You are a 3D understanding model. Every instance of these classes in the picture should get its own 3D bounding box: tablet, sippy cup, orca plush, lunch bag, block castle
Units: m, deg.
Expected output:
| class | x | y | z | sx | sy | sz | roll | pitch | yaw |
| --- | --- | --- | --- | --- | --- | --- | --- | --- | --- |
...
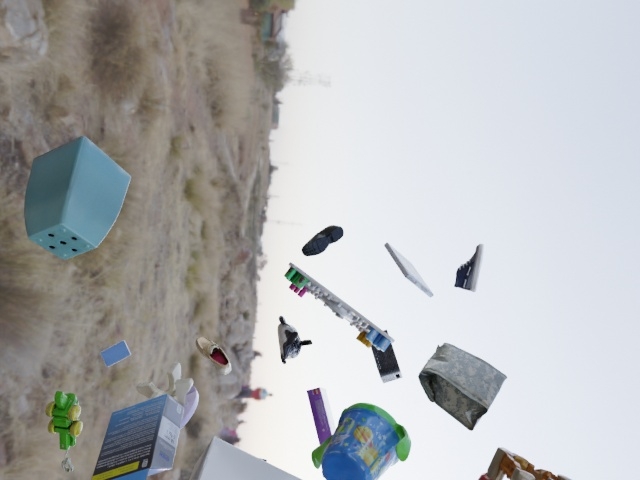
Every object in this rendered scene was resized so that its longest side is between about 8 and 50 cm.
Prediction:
| class | x | y | z | sx | sy | sz | roll | pitch | yaw |
| --- | --- | --- | --- | --- | --- | --- | --- | --- | --- |
| tablet | -0.645 | 0.356 | 1.593 | 0.054 | 0.083 | 0.006 | 61 | -5 | 8 |
| sippy cup | 0.120 | 0.673 | 1.602 | 0.224 | 0.240 | 0.305 | -29 | 151 | -58 |
| orca plush | -0.075 | 0.302 | 1.575 | 0.287 | 0.102 | 0.151 | 113 | -29 | -73 |
| lunch bag | 0.538 | 0.551 | 1.982 | 0.235 | 0.287 | 0.169 | -31 | 148 | -48 |
| block castle | 0.643 | 0.802 | 1.410 | 0.453 | 0.303 | 0.213 | -154 | -92 | -89 |

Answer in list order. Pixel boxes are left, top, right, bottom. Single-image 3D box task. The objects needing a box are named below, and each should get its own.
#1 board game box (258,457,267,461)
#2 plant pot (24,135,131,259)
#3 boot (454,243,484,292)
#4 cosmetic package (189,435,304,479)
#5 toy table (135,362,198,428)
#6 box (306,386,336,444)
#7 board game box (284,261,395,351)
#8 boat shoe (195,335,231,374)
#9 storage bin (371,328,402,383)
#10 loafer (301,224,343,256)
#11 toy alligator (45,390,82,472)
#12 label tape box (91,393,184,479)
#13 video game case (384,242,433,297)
| class | x | y | z | sx | sy | sz | roll | pitch | yaw |
| --- | --- | --- | --- | --- | --- | --- | --- | --- | --- |
| board game box | -0.294 | 0.952 | 2.049 | 0.170 | 0.048 | 0.141 | -21 | -132 | 48 |
| plant pot | -0.586 | -0.088 | 1.200 | 0.166 | 0.165 | 0.234 | 51 | 26 | -48 |
| boot | 0.570 | 0.099 | 1.944 | 0.069 | 0.086 | 0.190 | 11 | 91 | -66 |
| cosmetic package | -0.176 | 0.709 | 1.346 | 0.155 | 0.365 | 0.197 | -58 | -174 | 24 |
| toy table | -0.616 | 0.645 | 2.072 | 0.274 | 0.252 | 0.161 | -92 | 167 | -66 |
| box | 0.010 | 0.691 | 2.011 | 0.293 | 0.057 | 0.201 | 73 | 2 | -72 |
| board game box | 0.047 | 0.233 | 1.684 | 0.050 | 0.390 | 0.390 | -53 | 174 | -9 |
| boat shoe | -0.363 | 0.379 | 1.727 | 0.170 | 0.063 | 0.059 | 39 | -41 | 21 |
| storage bin | 0.257 | 0.461 | 2.013 | 0.122 | 0.084 | 0.180 | 65 | 8 | -56 |
| loafer | 0.000 | 0.000 | 1.753 | 0.061 | 0.170 | 0.062 | 29 | -39 | 51 |
| toy alligator | -0.494 | 0.364 | 0.994 | 0.051 | 0.056 | 0.190 | -72 | 167 | -68 |
| label tape box | -0.598 | 0.695 | 1.644 | 0.106 | 0.240 | 0.334 | 57 | 18 | -35 |
| video game case | 0.379 | 0.126 | 2.176 | 0.026 | 0.206 | 0.227 | -42 | -141 | 13 |
